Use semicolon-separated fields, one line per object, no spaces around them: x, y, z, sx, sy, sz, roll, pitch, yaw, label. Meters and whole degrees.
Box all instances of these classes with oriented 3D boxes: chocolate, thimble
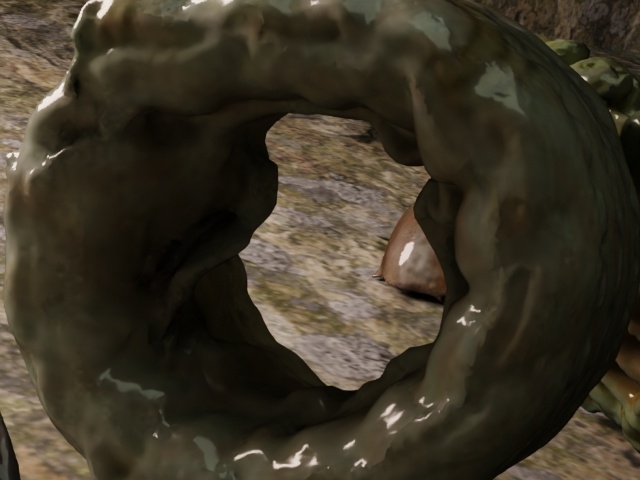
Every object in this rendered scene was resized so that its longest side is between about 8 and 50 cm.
0.176;0.010;1.397;0.261;0.083;0.161;12;13;1;chocolate
0.000;0.000;0.880;0.291;0.291;0.195;17;10;19;thimble

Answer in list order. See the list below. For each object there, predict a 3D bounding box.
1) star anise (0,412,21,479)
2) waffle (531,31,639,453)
-0.133;0.135;0.623;0.198;0.110;0.257;36;31;-5;star anise
0.167;0.013;1.040;0.056;0.292;0.309;-30;24;-15;waffle
